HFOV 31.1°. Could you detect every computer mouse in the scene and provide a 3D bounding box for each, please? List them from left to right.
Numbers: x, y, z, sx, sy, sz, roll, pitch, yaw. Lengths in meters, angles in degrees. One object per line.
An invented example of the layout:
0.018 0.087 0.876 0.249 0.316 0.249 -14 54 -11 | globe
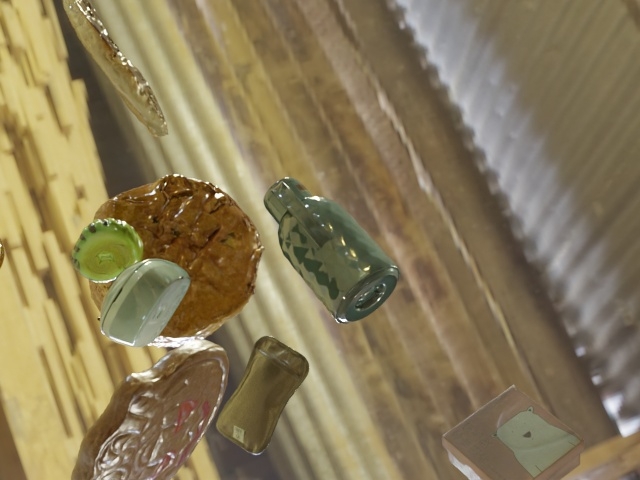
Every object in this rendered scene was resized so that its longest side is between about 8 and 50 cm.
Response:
-0.307 0.100 1.959 0.097 0.159 0.288 30 0 2 | computer mouse

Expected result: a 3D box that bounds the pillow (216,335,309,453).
-0.113 0.300 2.235 0.130 0.217 0.033 27 0 24 | pillow

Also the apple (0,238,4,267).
-0.629 0.024 2.063 0.102 0.099 0.114 -8 -106 37 | apple

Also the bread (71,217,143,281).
-0.424 0.019 2.285 0.139 0.130 0.071 -52 -158 15 | bread

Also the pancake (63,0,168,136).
-0.403 -0.344 2.276 0.356 0.065 0.356 54 -3 4 | pancake

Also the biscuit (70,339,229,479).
-0.224 0.259 1.549 0.049 0.257 0.273 34 -60 24 | biscuit

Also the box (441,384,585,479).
0.400 0.439 2.398 0.215 0.215 0.086 38 -30 42 | box

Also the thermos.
0.000 0.000 2.049 0.286 0.145 0.182 49 -2 24 | thermos

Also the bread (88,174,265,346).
-0.322 0.050 2.553 0.398 0.398 0.215 66 -31 16 | bread
